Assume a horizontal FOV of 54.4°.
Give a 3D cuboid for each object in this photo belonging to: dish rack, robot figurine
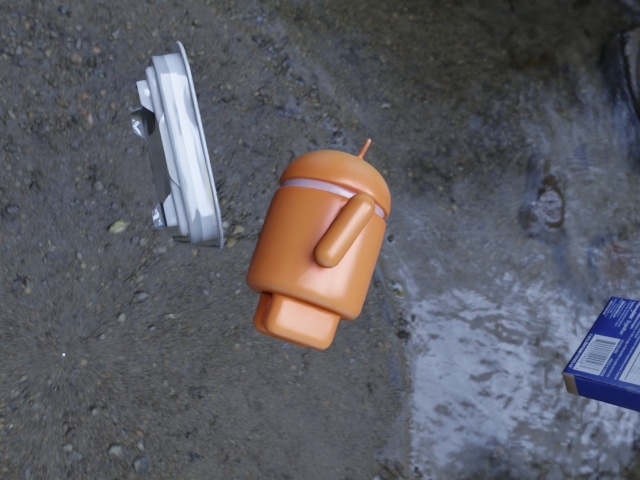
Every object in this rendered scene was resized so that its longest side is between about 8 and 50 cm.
[{"bbox_3d":[-0.226,-0.120,0.935,0.072,0.333,0.286,-12,94,-19],"label":"dish rack"},{"bbox_3d":[0.001,0.000,0.652,0.128,0.158,0.219,13,76,20],"label":"robot figurine"}]

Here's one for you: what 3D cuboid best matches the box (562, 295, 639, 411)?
[{"bbox_3d":[0.375,0.123,0.609,0.136,0.225,0.036,-40,119,-32],"label":"box"}]
